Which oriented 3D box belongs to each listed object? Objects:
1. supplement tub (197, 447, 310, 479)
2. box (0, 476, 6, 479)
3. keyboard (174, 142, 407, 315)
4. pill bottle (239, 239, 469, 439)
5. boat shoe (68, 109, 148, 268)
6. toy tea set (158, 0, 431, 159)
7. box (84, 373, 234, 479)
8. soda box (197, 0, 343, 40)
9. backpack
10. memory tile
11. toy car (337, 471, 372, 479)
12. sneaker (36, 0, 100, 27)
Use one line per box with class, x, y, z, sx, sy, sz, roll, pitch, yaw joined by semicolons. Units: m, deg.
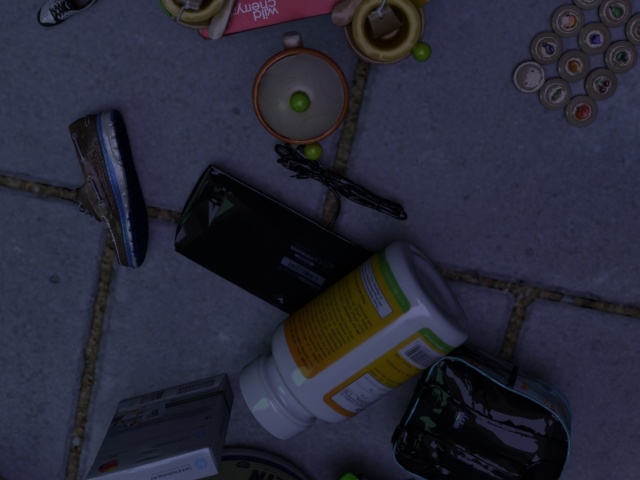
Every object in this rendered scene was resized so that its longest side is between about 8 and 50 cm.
supplement tub;-0.105;0.411;1.152;0.235;0.325;0.235;0;107;1
box;-0.487;0.408;1.201;0.117;0.243;0.213;38;104;-9
keyboard;0.000;0.000;1.182;0.317;0.033;0.201;29;111;-8
pill bottle;0.032;0.120;1.138;0.245;0.136;0.136;-36;103;17
boat shoe;-0.244;-0.055;1.157;0.066;0.066;0.183;-8;96;8
toy tea set;-0.054;-0.242;0.973;0.336;0.124;0.200;40;104;-11
box;-0.181;0.227;1.171;0.145;0.186;0.038;-16;106;5
soda box;-0.008;-0.285;1.069;0.263;0.083;0.092;-11;106;4
backpack;0.199;0.220;1.180;0.188;0.144;0.166;27;105;14
memory tile;0.295;-0.210;1.123;0.113;0.012;0.148;32;105;-8
toy car;0.108;0.354;1.248;0.225;0.053;0.239;32;84;-8
sneaker;-0.279;-0.260;1.105;0.083;0.037;0.032;-28;106;10
